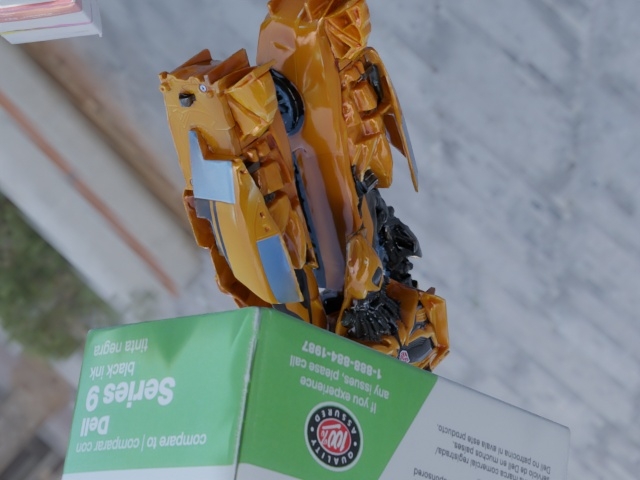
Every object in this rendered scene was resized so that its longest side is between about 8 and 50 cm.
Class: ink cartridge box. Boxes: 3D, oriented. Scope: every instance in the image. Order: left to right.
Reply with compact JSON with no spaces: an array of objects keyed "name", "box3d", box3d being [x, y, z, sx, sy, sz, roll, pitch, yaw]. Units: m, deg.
[{"name":"ink cartridge box","box3d":[-0.189,-0.194,1.276,0.198,0.067,0.115,110,152,-88]},{"name":"ink cartridge box","box3d":[-0.013,0.197,0.824,0.121,0.289,0.211,-8,156,43]}]

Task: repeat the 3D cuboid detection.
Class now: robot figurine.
[{"name":"robot figurine","box3d":[0.000,0.000,1.192,0.085,0.211,0.291,4,122,37]}]
